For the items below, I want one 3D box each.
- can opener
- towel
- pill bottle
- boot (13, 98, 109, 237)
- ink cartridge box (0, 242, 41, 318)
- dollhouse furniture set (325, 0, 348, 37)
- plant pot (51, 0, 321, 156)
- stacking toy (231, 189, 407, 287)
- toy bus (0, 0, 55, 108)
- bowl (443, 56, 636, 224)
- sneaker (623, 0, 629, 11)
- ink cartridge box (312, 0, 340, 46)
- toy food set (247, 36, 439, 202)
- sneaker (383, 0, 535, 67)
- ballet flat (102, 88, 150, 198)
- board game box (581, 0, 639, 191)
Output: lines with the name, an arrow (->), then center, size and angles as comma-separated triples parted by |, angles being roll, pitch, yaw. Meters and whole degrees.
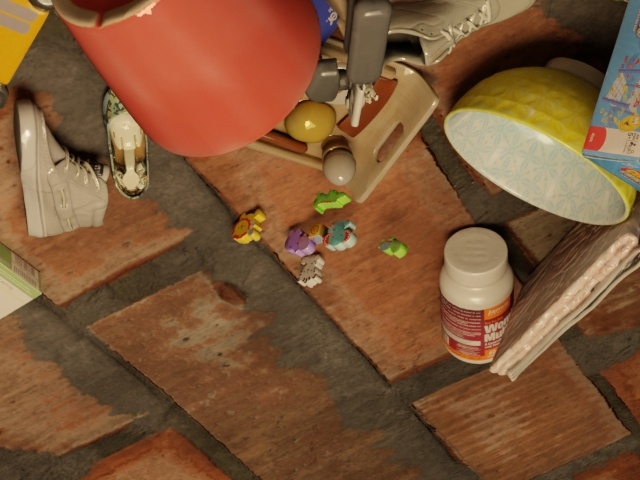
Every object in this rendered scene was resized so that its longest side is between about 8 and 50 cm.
can opener -> 0.037, -0.227, 1.650 | 0.093, 0.074, 0.280 | -4, 158, -9
towel -> 0.401, 0.036, 2.042 | 0.053, 0.317, 0.332 | 38, 124, -2
pill bottle -> 0.254, 0.090, 2.180 | 0.121, 0.121, 0.221 | -10, 137, -2
boot -> -0.358, -0.105, 1.875 | 0.123, 0.095, 0.258 | -8, 146, -13
ink cartridge box -> -0.567, 0.077, 2.034 | 0.235, 0.056, 0.171 | -31, 134, 16
dollhouse furniture set -> 0.072, -0.454, 1.607 | 0.303, 0.174, 0.355 | -41, 159, -4
plant pot -> -0.168, -0.269, 1.569 | 0.275, 0.275, 0.243 | -26, 146, 14
stacking toy -> 0.000, 0.000, 2.026 | 0.221, 0.052, 0.167 | -13, 144, 39
toy bus -> -0.422, -0.268, 1.665 | 0.130, 0.108, 0.333 | 20, 129, -27
bowl -> 0.335, -0.162, 1.885 | 0.289, 0.289, 0.156 | 41, 74, -41
sneaker -> 0.407, -0.356, 1.786 | 0.086, 0.064, 0.192 | -36, 135, 17
ink cartridge box -> -0.043, -0.272, 1.717 | 0.207, 0.046, 0.097 | -54, 130, -4
toy food set -> -0.020, -0.171, 1.866 | 0.306, 0.092, 0.220 | 16, 130, -27
sneaker -> 0.165, -0.281, 1.771 | 0.262, 0.121, 0.099 | -15, 138, 3
ballet flat -> -0.266, -0.133, 1.873 | 0.070, 0.070, 0.188 | -7, 137, -5
board game box -> 0.498, -0.203, 1.779 | 0.302, 0.086, 0.308 | 22, 84, -46
